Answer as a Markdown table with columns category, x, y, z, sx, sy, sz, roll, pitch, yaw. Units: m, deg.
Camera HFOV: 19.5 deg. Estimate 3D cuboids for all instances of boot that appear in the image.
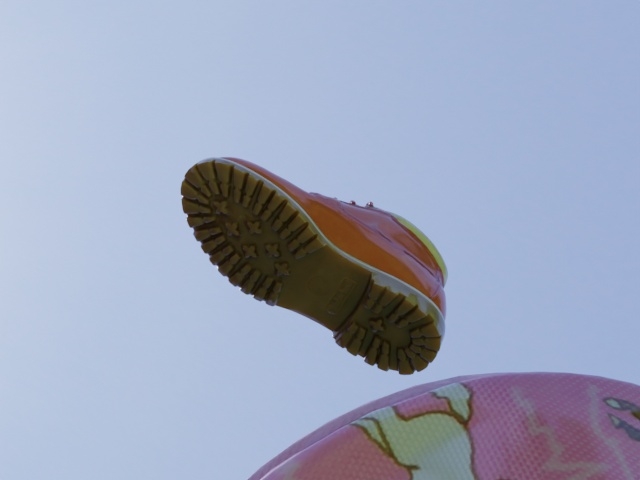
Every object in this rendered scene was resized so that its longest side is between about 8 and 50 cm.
| category | x | y | z | sx | sy | sz | roll | pitch | yaw |
| --- | --- | --- | --- | --- | --- | --- | --- | --- | --- |
| boot | 0.000 | 0.000 | 0.980 | 0.158 | 0.084 | 0.059 | 36 | -57 | -7 |

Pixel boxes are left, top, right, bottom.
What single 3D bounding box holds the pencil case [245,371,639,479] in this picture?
| category | x | y | z | sx | sy | sz | roll | pitch | yaw |
| --- | --- | --- | --- | --- | --- | --- | --- | --- | --- |
| pencil case | 0.076 | 0.207 | 0.399 | 0.160 | 0.386 | 0.167 | -1 | -51 | -17 |
